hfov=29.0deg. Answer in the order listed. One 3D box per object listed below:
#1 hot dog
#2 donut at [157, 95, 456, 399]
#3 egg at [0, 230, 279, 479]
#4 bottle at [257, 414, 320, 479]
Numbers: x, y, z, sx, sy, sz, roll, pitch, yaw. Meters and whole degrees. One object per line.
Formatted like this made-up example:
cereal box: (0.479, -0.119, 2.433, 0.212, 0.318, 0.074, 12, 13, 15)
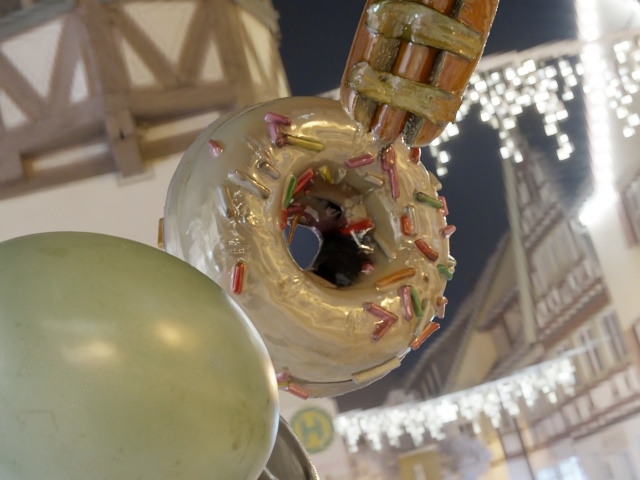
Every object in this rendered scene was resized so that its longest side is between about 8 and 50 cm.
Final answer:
hot dog: (0.097, -0.203, 1.062, 0.109, 0.269, 0.072, 20, 7, -1)
donut: (0.000, 0.000, 1.467, 0.382, 0.383, 0.142, -7, -10, -32)
egg: (-0.111, 0.073, 0.635, 0.192, 0.149, 0.149, 33, -37, -20)
bottle: (-0.138, 0.235, 0.955, 0.271, 0.156, 0.143, -37, 11, 16)
